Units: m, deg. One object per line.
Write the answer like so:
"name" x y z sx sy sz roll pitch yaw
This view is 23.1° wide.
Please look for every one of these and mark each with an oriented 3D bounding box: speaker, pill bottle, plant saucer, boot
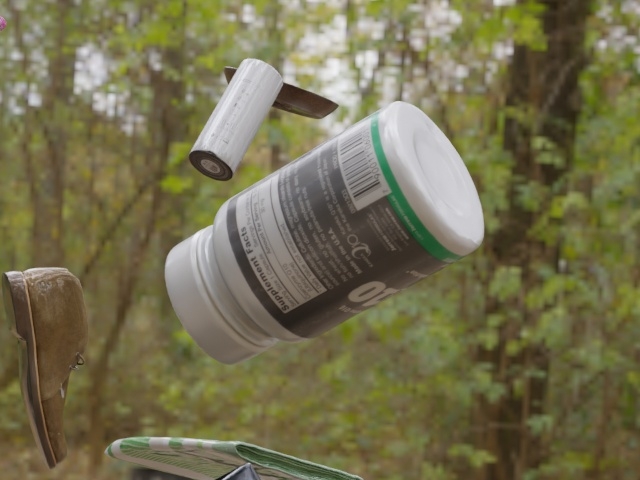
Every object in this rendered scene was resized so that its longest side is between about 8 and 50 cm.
"speaker" -0.092 -0.135 1.733 0.055 0.136 0.055 21 -27 11
"pill bottle" 0.000 0.000 1.912 0.361 0.204 0.204 -29 -16 24
"plant saucer" -0.058 -0.200 2.162 0.168 0.029 0.168 19 -1 0
"boot" -0.389 0.188 2.312 0.115 0.305 0.112 -10 13 -23

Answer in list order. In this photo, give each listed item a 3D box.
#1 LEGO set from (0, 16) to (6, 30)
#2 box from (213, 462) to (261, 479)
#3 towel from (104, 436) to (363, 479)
"LEGO set" -0.446 -0.406 2.058 0.107 0.132 0.287 -17 -31 -16
"box" -0.184 0.608 1.887 0.480 0.472 0.297 -31 -1 -46
"towel" -0.123 0.319 2.198 0.248 0.038 0.325 23 -18 -36
